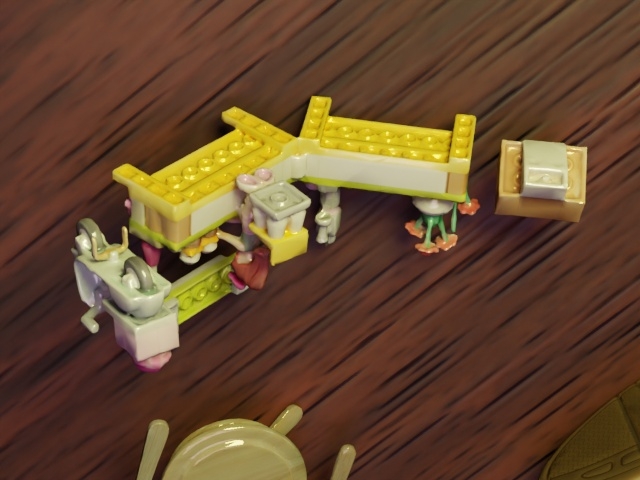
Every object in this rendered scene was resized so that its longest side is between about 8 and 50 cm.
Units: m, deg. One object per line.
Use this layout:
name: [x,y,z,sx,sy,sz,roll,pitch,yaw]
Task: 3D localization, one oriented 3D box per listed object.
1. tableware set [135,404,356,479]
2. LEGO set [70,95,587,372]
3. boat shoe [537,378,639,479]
tableware set: [-0.070,0.184,0.947,0.128,0.039,0.194,11,115,-20]
LEGO set: [0.000,0.000,0.854,0.287,0.132,0.107,-14,129,-23]
boat shoe: [0.273,0.108,0.911,0.302,0.109,0.098,-28,108,0]
